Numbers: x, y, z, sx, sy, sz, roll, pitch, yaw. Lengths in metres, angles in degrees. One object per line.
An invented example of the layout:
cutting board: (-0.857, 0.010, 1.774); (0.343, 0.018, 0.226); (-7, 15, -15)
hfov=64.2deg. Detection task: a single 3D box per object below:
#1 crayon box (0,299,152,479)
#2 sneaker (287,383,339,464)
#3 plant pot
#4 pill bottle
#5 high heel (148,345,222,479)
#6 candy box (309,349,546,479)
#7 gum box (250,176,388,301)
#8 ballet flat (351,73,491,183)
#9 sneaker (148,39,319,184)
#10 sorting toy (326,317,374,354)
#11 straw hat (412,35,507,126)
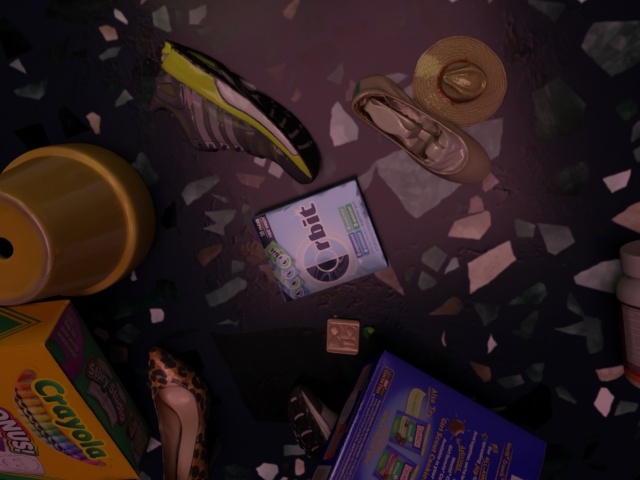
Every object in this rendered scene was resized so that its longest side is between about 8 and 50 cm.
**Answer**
crayon box: (-0.507, 0.279, 0.870); (0.313, 0.106, 0.362); (-6, 126, 8)
sneaker: (0.043, 0.366, 0.917); (0.271, 0.108, 0.100); (49, 141, 6)
plant pot: (-0.419, -0.015, 0.784); (0.254, 0.239, 0.253); (1, 105, 4)
pill bottle: (0.527, 0.114, 0.784); (0.121, 0.121, 0.221); (-11, 102, 8)
high heel: (-0.254, 0.324, 0.878); (0.093, 0.186, 0.261); (-21, 101, 10)
candy box: (0.169, 0.377, 0.818); (0.317, 0.122, 0.268); (30, 63, -2)
gum box: (0.000, 0.000, 0.848); (0.185, 0.041, 0.156); (-19, 102, 11)
ballet flat: (0.150, -0.157, 0.773); (0.248, 0.086, 0.086); (34, 105, -2)
sneaker: (-0.133, -0.177, 0.796); (0.300, 0.111, 0.121); (37, 115, 1)
sorting toy: (0.053, 0.170, 0.900); (0.083, 0.012, 0.062); (4, 99, 8)
straw hat: (0.212, -0.236, 0.759); (0.145, 0.061, 0.144); (1, 105, 5)
